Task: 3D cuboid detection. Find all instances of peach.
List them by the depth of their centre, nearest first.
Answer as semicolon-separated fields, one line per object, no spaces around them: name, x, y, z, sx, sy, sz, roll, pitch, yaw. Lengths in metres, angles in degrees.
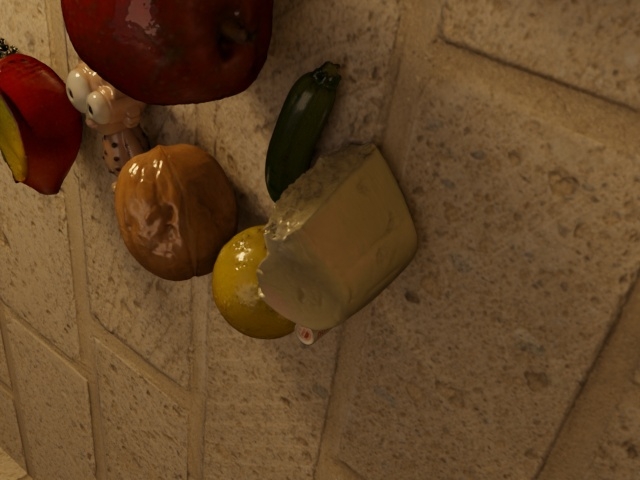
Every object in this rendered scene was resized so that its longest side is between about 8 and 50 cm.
peach;-0.525;-0.220;1.382;0.154;0.158;0.267;-6;109;56

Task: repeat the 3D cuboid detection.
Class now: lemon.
lemon;-0.085;0.065;1.150;0.173;0.173;0.206;53;154;3

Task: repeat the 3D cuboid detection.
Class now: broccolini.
broccolini;-0.631;-0.269;1.525;0.123;0.062;0.272;44;133;35

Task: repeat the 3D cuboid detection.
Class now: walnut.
walnut;-0.233;-0.046;1.201;0.193;0.193;0.226;0;117;43

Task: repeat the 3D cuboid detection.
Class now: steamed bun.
steamed bun;0.000;0.000;0.986;0.170;0.225;0.200;-12;108;46

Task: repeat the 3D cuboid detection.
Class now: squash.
squash;-0.034;-0.144;1.046;0.069;0.069;0.258;39;136;18

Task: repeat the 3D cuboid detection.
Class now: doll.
doll;-0.343;-0.188;1.270;0.154;0.119;0.278;26;133;45

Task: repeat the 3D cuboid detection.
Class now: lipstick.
lipstick;0.016;0.109;1.109;0.038;0.130;0.038;22;128;31

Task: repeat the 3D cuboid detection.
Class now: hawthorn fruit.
hawthorn fruit;-0.182;-0.300;0.943;0.299;0.275;0.275;32;134;36
